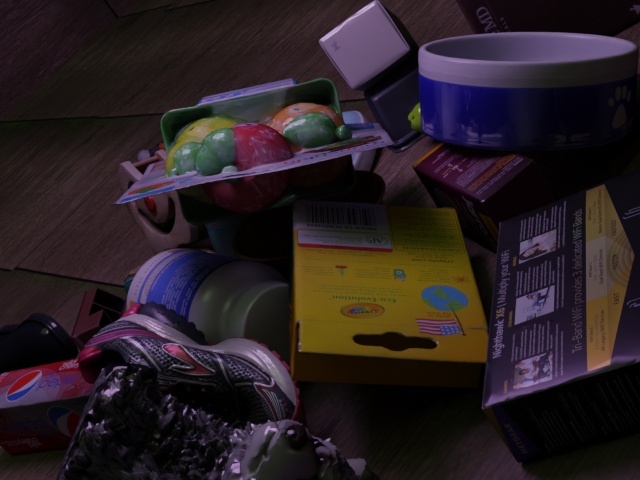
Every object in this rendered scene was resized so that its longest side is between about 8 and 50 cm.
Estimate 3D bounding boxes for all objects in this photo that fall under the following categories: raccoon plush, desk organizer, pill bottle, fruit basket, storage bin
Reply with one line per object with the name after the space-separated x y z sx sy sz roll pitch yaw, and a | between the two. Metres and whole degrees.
-0.132 0.294 1.248 0.446 0.299 0.216 127 163 -56 | raccoon plush
-0.342 0.120 1.861 0.050 0.047 0.130 -25 27 14 | desk organizer
-0.121 0.096 1.519 0.152 0.152 0.272 -45 27 -22 | pill bottle
-0.080 -0.115 1.498 0.327 0.165 0.353 -12 5 2 | fruit basket
0.136 -0.210 1.812 0.135 0.091 0.098 -36 26 -2 | storage bin

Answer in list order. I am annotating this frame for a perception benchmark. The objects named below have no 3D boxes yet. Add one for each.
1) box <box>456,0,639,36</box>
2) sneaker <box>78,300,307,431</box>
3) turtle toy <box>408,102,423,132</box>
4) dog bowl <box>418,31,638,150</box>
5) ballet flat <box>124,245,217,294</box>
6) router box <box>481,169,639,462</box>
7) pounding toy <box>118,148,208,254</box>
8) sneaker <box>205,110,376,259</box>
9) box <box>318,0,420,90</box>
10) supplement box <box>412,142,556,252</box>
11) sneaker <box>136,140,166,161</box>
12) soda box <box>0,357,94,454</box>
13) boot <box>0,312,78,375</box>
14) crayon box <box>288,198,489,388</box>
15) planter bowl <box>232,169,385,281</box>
0.383 -0.401 1.732 0.381 0.191 0.143 -29 26 13 | box
-0.143 0.170 1.374 0.299 0.120 0.112 16 33 33 | sneaker
0.190 -0.185 1.731 0.130 0.066 0.095 -23 28 22 | turtle toy
0.253 -0.189 1.485 0.265 0.104 0.265 -2 17 0 | dog bowl
-0.212 0.039 1.823 0.206 0.073 0.067 -12 25 34 | ballet flat
0.292 0.055 1.180 0.243 0.081 0.309 -21 29 26 | router box
-0.205 -0.076 1.857 0.155 0.154 0.269 -23 3 -30 | pounding toy
-0.040 -0.101 1.764 0.135 0.150 0.366 -9 36 41 | sneaker
0.087 -0.298 1.890 0.113 0.094 0.275 -34 -1 12 | box
0.202 -0.054 1.449 0.081 0.104 0.188 -38 25 -7 | supplement box
-0.209 -0.151 2.081 0.180 0.124 0.321 -38 26 -5 | sneaker
-0.350 0.223 1.639 0.263 0.092 0.083 -13 34 37 | soda box
-0.495 0.213 1.822 0.246 0.094 0.207 -11 30 52 | boot
0.066 0.066 1.321 0.202 0.081 0.318 4 29 -3 | crayon box
0.000 0.000 1.598 0.217 0.090 0.217 -20 26 10 | planter bowl
